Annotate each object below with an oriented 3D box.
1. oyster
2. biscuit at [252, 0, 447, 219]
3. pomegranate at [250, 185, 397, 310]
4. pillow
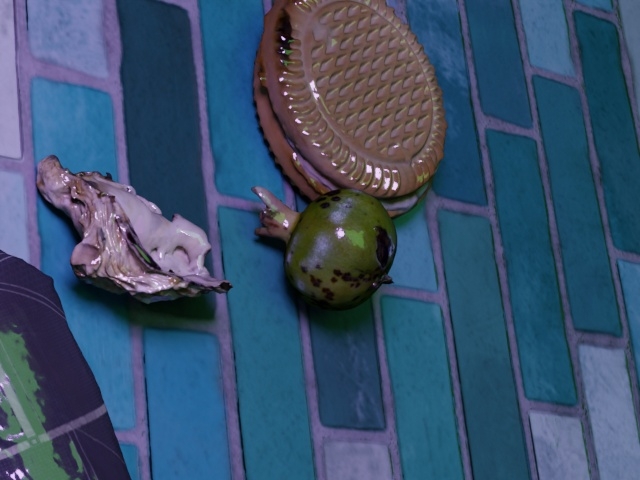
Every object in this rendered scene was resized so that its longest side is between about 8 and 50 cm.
[{"bbox_3d":[-0.173,-0.003,1.464,0.191,0.081,0.163,49,19,6],"label":"oyster"},{"bbox_3d":[0.032,-0.143,1.703,0.259,0.079,0.259,19,60,-36],"label":"biscuit"},{"bbox_3d":[0.000,0.000,1.593,0.161,0.122,0.122,27,50,1],"label":"pomegranate"},{"bbox_3d":[-0.241,0.142,1.307,0.161,0.092,0.335,-17,83,-42],"label":"pillow"}]
